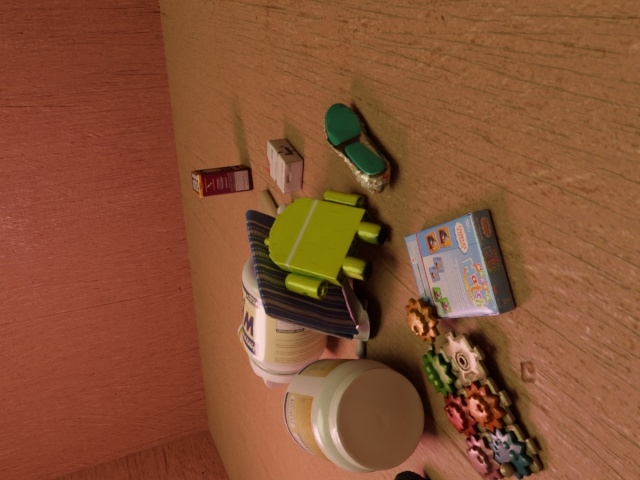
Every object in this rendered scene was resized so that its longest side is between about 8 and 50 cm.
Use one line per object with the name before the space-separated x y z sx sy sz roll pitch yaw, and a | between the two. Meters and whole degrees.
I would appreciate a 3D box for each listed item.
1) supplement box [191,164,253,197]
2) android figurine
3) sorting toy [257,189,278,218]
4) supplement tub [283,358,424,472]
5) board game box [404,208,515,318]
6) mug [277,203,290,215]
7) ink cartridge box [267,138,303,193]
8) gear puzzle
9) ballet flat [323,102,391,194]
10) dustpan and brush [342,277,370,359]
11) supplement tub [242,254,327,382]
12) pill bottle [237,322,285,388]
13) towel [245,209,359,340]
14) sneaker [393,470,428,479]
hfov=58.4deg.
supplement box | -0.341 -0.207 1.982 0.104 0.188 0.081 -150 53 -61
android figurine | 0.000 0.000 1.225 0.272 0.248 0.056 11 159 31
sorting toy | -0.140 0.017 1.821 0.307 0.041 0.229 60 147 38
supplement tub | 0.064 0.374 1.252 0.316 0.228 0.228 152 105 -67
board game box | 0.224 0.049 0.960 0.211 0.039 0.160 155 102 -68
mug | -0.098 -0.068 1.646 0.064 0.062 0.078 -112 30 -43
ink cartridge box | -0.099 -0.207 1.581 0.135 0.056 0.099 -125 32 -45
gear puzzle | 0.233 0.248 0.976 0.339 0.044 0.175 63 154 17
ballet flat | 0.070 -0.182 1.168 0.077 0.091 0.241 71 176 -53
dustpan and brush | 0.088 0.205 1.358 0.147 0.060 0.211 -119 33 -58
supplement tub | -0.091 0.195 1.524 0.235 0.235 0.325 -128 34 -47
pill bottle | -0.185 0.382 1.968 0.246 0.136 0.136 -125 32 -44
towel | -0.048 0.068 1.315 0.040 0.243 0.336 -51 36 28
sneaker | 0.217 0.630 1.188 0.130 0.109 0.286 105 148 -59
